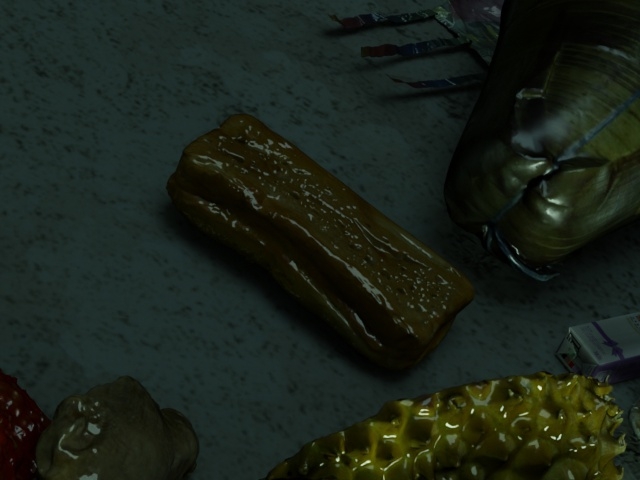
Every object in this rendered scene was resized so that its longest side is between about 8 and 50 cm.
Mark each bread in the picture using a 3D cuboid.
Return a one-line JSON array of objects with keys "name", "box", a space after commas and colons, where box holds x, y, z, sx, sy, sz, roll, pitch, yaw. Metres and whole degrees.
[{"name": "bread", "box": [0.000, -0.002, 1.371, 0.271, 0.077, 0.139, 36, 37, 11]}]

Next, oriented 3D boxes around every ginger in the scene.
[{"name": "ginger", "box": [-0.141, 0.159, 1.089, 0.074, 0.137, 0.213, -3, 32, 25]}]

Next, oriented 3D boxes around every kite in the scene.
[{"name": "kite", "box": [0.168, -0.220, 1.742, 0.360, 0.022, 0.204, -8, 50, -38]}]

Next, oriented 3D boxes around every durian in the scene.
[{"name": "durian", "box": [0.099, 0.182, 1.147, 0.341, 0.191, 0.112, -1, 61, -30]}]

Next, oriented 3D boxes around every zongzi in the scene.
[{"name": "zongzi", "box": [0.341, -0.064, 1.544, 0.432, 0.208, 0.403, 33, 44, -8]}]

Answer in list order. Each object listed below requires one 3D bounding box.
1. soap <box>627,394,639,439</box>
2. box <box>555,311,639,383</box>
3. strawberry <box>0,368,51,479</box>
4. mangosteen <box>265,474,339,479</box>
[{"name": "soap", "box": [0.386, 0.132, 1.395, 0.160, 0.080, 0.257, 47, 44, 2]}, {"name": "box", "box": [0.270, 0.097, 1.430, 0.117, 0.036, 0.050, -7, 49, -34]}, {"name": "strawberry", "box": [-0.257, 0.118, 1.085, 0.175, 0.107, 0.236, -21, 57, -41]}, {"name": "mangosteen", "box": [-0.038, 0.254, 1.001, 0.192, 0.217, 0.192, 45, 32, -37]}]
